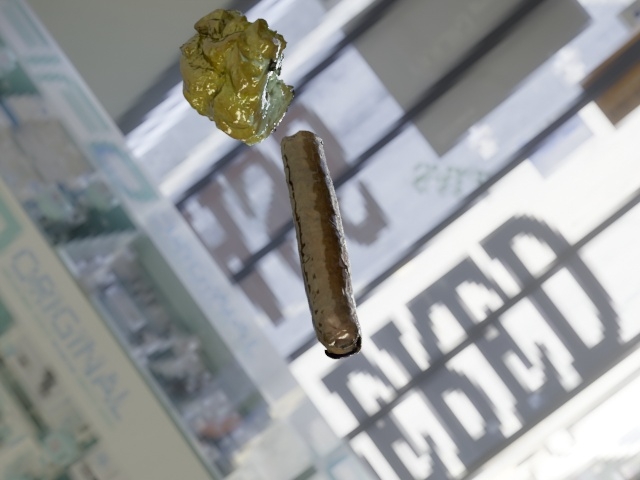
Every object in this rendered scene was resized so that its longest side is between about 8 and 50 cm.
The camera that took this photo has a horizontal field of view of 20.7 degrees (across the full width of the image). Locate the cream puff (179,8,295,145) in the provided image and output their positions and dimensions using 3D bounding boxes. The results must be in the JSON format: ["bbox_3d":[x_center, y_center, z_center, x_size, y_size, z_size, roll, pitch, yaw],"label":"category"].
[{"bbox_3d":[-0.103,-0.190,2.025,0.121,0.156,0.156,-44,171,-18],"label":"cream puff"}]

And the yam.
[{"bbox_3d":[0.000,0.000,1.599,0.046,0.264,0.046,-6,137,-6],"label":"yam"}]
